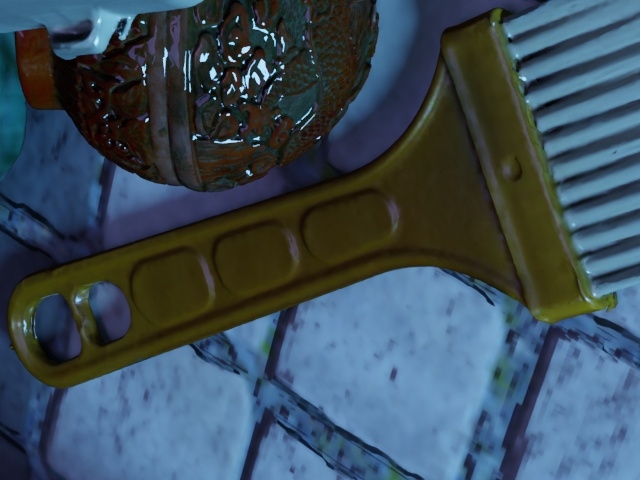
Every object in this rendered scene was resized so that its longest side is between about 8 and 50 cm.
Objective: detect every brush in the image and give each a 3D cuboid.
[{"bbox_3d":[0.000,0.000,0.597,0.314,0.017,0.090,-19,89,41],"label":"brush"}]

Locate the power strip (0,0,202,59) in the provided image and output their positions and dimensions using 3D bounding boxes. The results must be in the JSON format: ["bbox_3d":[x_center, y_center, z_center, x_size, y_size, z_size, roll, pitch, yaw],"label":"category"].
[{"bbox_3d":[-0.048,-0.139,0.510,0.081,0.035,0.192,-2,65,34],"label":"power strip"}]

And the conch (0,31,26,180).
[{"bbox_3d":[-0.212,-0.026,0.678,0.196,0.134,0.202,29,120,30],"label":"conch"}]

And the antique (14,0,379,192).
[{"bbox_3d":[-0.032,-0.063,0.548,0.104,0.104,0.104,13,112,35],"label":"antique"}]
